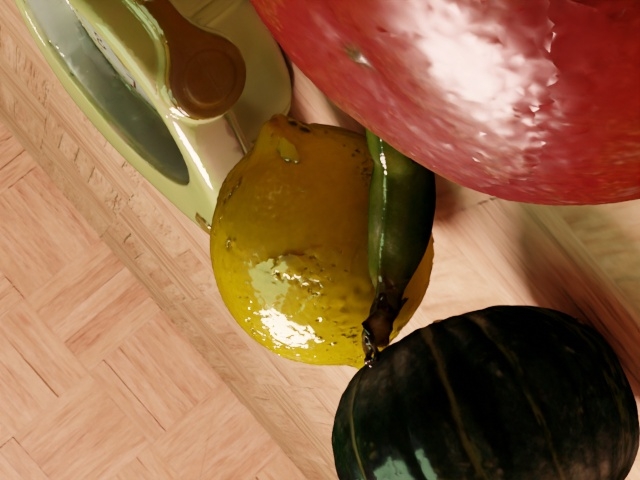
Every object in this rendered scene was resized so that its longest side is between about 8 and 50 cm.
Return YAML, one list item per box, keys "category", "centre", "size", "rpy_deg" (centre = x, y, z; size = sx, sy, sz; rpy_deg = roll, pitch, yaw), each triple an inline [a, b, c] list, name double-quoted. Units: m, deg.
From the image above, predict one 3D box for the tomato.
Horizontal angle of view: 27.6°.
- category: "tomato"
  centre: [0.056, -0.125, 0.537]
  size: [0.338, 0.144, 0.338]
  rpy_deg: [45, 168, 12]

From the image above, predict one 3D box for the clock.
- category: "clock"
  centre: [-0.138, -0.163, 1.079]
  size: [0.286, 0.117, 0.348]
  rpy_deg: [41, 163, 29]

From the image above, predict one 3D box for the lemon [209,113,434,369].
- category: "lemon"
  centre: [0.000, 0.000, 0.980]
  size: [0.173, 0.173, 0.206]
  rpy_deg: [30, 147, 54]

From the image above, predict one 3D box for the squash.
- category: "squash"
  centre: [0.115, 0.133, 0.897]
  size: [0.172, 0.218, 0.218]
  rpy_deg: [53, 169, 25]

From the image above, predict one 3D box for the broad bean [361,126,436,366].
- category: "broad bean"
  centre: [0.034, -0.063, 0.799]
  size: [0.049, 0.144, 0.292]
  rpy_deg: [8, 137, 21]
